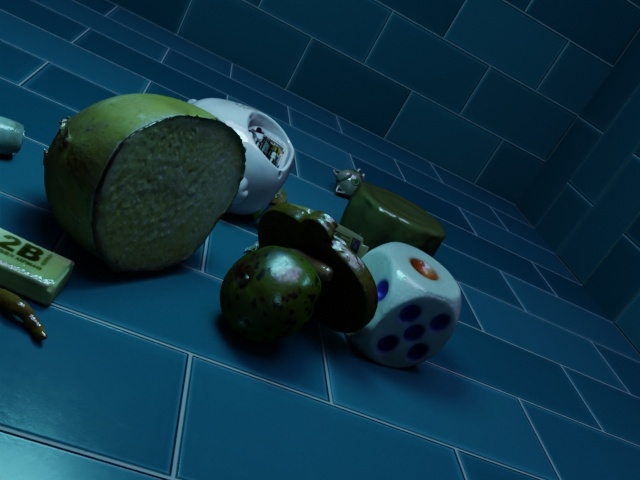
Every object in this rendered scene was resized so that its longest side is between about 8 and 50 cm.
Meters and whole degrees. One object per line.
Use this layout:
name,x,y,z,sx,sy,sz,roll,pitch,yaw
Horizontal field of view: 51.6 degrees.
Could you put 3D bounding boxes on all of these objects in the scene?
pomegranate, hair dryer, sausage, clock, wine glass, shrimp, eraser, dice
pomegranate,-0.091,0.117,1.536,0.231,0.231,0.286,41,25,25
hair dryer,-0.178,-0.012,1.974,0.199,0.067,0.167,-8,32,-36
sausage,-0.035,0.053,1.598,0.177,0.040,0.047,24,-26,41
clock,-0.271,-0.281,2.032,0.377,0.250,0.368,36,33,-16
wine glass,-0.827,-0.318,1.524,0.310,0.264,0.096,14,55,-36
shrimp,-0.194,-0.167,2.284,0.236,0.053,0.133,-3,59,-60
eraser,-0.584,0.048,1.294,0.172,0.058,0.117,27,23,-10
dice,0.213,0.172,1.781,0.243,0.251,0.259,21,24,-27

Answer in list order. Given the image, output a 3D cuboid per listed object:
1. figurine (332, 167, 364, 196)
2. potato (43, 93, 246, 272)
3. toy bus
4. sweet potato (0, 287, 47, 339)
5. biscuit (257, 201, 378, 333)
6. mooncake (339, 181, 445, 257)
figurine,0.120,-0.238,2.712,0.138,0.125,0.125,8,28,-17
potato,-0.428,-0.160,1.544,0.319,0.385,0.442,31,30,30
toy bus,0.000,0.000,1.912,0.157,0.139,0.289,11,-13,45
sweet potato,-0.557,0.119,1.198,0.179,0.044,0.044,33,22,6
biscuit,-0.006,0.054,1.664,0.070,0.350,0.394,-32,65,-33
mooncake,0.247,-0.040,2.367,0.378,0.200,0.378,27,18,-9
